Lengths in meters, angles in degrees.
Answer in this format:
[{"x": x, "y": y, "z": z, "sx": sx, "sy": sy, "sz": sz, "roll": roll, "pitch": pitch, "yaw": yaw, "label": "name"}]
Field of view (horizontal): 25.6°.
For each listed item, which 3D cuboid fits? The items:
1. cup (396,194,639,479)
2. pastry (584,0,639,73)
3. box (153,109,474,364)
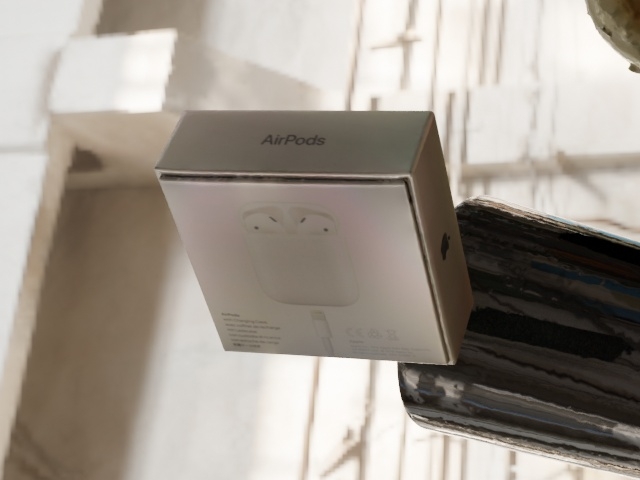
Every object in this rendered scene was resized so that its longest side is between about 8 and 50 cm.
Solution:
[{"x": 0.185, "y": 0.073, "z": 0.954, "sx": 0.239, "sy": 0.177, "sz": 0.166, "roll": 19, "pitch": -95, "yaw": -59, "label": "cup"}, {"x": 0.263, "y": -0.190, "z": 0.991, "sx": 0.088, "sy": 0.165, "sz": 0.166, "roll": -31, "pitch": -62, "yaw": -67, "label": "pastry"}, {"x": 0.000, "y": 0.000, "z": 0.702, "sx": 0.051, "sy": 0.130, "sz": 0.129, "roll": -69, "pitch": -27, "yaw": -43, "label": "box"}]
